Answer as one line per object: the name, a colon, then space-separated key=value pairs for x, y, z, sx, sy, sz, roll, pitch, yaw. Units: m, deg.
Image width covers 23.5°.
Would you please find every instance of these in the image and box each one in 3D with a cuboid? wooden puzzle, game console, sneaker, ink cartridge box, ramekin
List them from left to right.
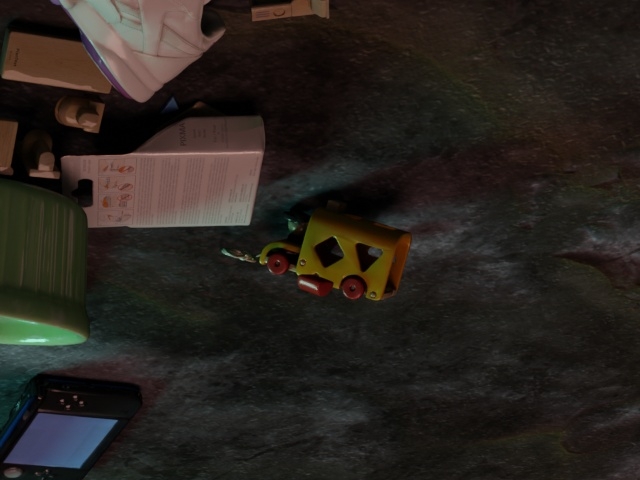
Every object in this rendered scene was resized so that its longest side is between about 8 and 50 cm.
ramekin: x=-0.397 y=0.021 z=1.684 sx=0.303 sy=0.148 sz=0.303 roll=5 pitch=170 yaw=1
game console: x=-0.416 y=0.341 z=2.235 sx=0.250 sy=0.173 sz=0.293 roll=9 pitch=143 yaw=-27
sneaker: x=-0.189 y=-0.262 z=1.458 sx=0.152 sy=0.114 sz=0.305 roll=-30 pitch=148 yaw=2
ink cartridge box: x=-0.183 y=-0.075 z=1.758 sx=0.225 sy=0.056 sz=0.181 roll=0 pitch=153 yaw=-9
wooden puzzle: x=-0.140 y=-0.125 z=1.742 sx=0.116 sy=0.014 sz=0.078 roll=20 pitch=136 yaw=-38

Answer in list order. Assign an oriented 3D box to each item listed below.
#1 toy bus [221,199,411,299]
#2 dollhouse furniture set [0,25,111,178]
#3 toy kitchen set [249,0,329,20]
toy bus: x=0.012 y=0.003 z=1.896 sx=0.202 sy=0.191 sz=0.104 roll=12 pitch=98 yaw=-32
dollhouse furniture set: x=-0.310 y=-0.158 z=1.631 sx=0.144 sy=0.123 sz=0.151 roll=6 pitch=109 yaw=-24
toy kitchen set: x=-0.032 y=-0.249 z=1.530 sx=0.075 sy=0.068 sz=0.083 roll=-7 pitch=147 yaw=-4
